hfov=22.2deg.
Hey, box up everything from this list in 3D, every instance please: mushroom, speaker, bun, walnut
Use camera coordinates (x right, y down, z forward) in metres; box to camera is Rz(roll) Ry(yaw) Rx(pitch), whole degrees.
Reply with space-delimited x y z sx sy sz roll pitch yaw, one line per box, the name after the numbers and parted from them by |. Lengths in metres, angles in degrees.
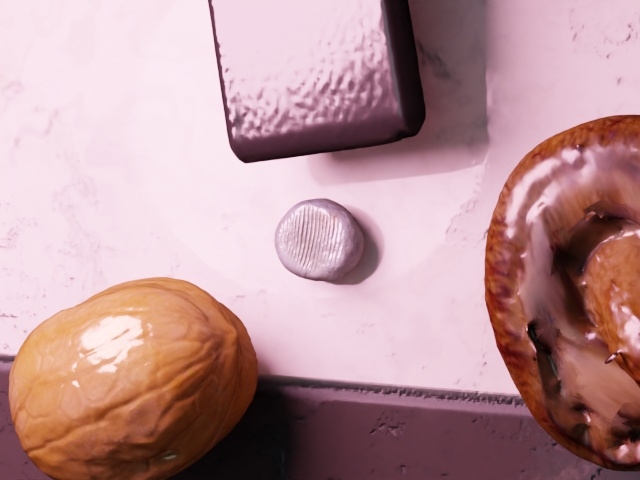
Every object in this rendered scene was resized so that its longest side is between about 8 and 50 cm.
0.260 0.054 1.259 0.263 0.195 0.283 -38 55 24 | mushroom
0.005 -0.274 1.444 0.180 0.184 0.388 -6 93 24 | speaker
0.000 0.000 1.457 0.083 0.045 0.083 -3 83 26 | bun
-0.166 0.126 1.435 0.225 0.193 0.193 -33 73 26 | walnut
